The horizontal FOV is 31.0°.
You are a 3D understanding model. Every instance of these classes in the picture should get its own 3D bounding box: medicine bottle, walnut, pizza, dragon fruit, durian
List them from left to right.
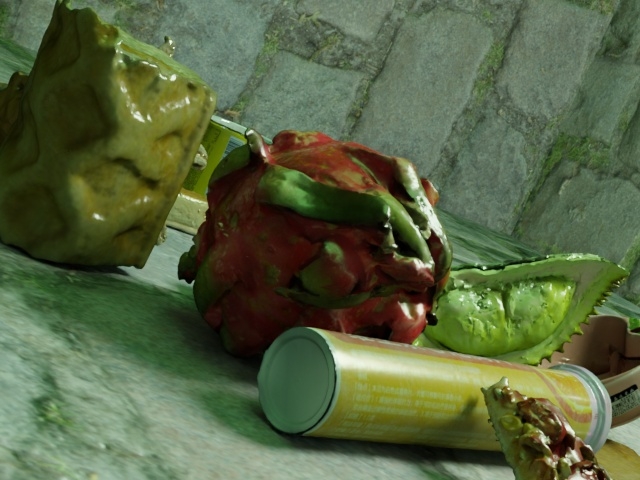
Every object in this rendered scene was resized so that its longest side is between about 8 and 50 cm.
[{"bbox_3d":[-0.371,-0.130,1.504,0.211,0.087,0.167,27,-31,49],"label":"walnut"},{"bbox_3d":[0.001,0.012,1.132,0.303,0.237,0.231,-4,-4,45],"label":"dragon fruit"},{"bbox_3d":[0.126,0.153,1.098,0.426,0.108,0.108,14,12,-46],"label":"medicine bottle"},{"bbox_3d":[0.193,0.073,1.440,0.352,0.169,0.158,-4,38,-7],"label":"durian"},{"bbox_3d":[0.209,0.195,1.001,0.193,0.053,0.201,53,21,14],"label":"pizza"}]

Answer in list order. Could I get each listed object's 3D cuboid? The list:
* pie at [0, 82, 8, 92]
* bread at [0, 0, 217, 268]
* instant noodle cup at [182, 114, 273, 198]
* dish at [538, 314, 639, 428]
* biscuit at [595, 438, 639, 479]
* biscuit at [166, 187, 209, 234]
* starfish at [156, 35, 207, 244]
[{"bbox_3d":[-0.389,-0.179,1.789,0.339,0.077,0.339,17,4,-1],"label":"pie"},{"bbox_3d":[-0.238,-0.108,1.231,0.196,0.252,0.238,30,7,30],"label":"bread"},{"bbox_3d":[-0.157,-0.111,1.848,0.205,0.153,0.205,22,9,-4],"label":"instant noodle cup"},{"bbox_3d":[0.343,0.179,1.465,0.213,0.090,0.213,-18,15,5],"label":"dish"},{"bbox_3d":[0.367,0.276,1.307,0.237,0.013,0.232,16,11,-47],"label":"biscuit"},{"bbox_3d":[-0.234,-0.056,1.603,0.188,0.056,0.052,21,10,-29],"label":"biscuit"},{"bbox_3d":[-0.237,-0.111,1.441,0.048,0.295,0.231,-5,-50,49],"label":"starfish"}]
